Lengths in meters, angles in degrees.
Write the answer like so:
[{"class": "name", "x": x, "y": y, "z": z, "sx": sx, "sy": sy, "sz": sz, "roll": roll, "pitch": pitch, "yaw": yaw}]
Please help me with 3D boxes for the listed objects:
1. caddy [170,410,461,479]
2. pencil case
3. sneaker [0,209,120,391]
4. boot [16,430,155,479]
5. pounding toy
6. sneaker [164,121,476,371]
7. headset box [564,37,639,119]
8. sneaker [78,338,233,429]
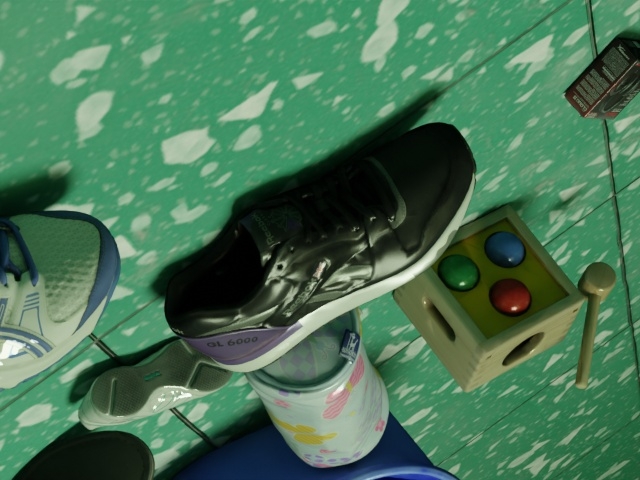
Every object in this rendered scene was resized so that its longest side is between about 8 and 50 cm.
[{"class": "caddy", "x": -0.009, "y": 0.320, "z": 1.894, "sx": 0.341, "sy": 0.179, "sz": 0.241, "roll": -24, "pitch": 133, "yaw": -8}, {"class": "pencil case", "x": -0.003, "y": 0.123, "z": 1.720, "sx": 0.273, "sy": 0.113, "sz": 0.124, "roll": 72, "pitch": 31, "yaw": -66}, {"class": "sneaker", "x": -0.248, "y": 0.034, "z": 1.180, "sx": 0.296, "sy": 0.112, "sz": 0.131, "roll": -22, "pitch": 154, "yaw": -33}, {"class": "boot", "x": -0.217, "y": 0.261, "z": 1.738, "sx": 0.263, "sy": 0.091, "sz": 0.229, "roll": -39, "pitch": 164, "yaw": 17}, {"class": "pounding toy", "x": 0.211, "y": 0.058, "z": 1.810, "sx": 0.206, "sy": 0.181, "sz": 0.094, "roll": -26, "pitch": 155, "yaw": -25}, {"class": "sneaker", "x": 0.000, "y": 0.000, "z": 1.496, "sx": 0.283, "sy": 0.107, "sz": 0.124, "roll": -39, "pitch": 152, "yaw": 7}, {"class": "headset box", "x": 0.266, "y": -0.144, "z": 1.689, "sx": 0.083, "sy": 0.032, "sz": 0.062, "roll": -49, "pitch": 155, "yaw": 25}, {"class": "sneaker", "x": -0.146, "y": 0.125, "z": 1.605, "sx": 0.152, "sy": 0.053, "sz": 0.061, "roll": -15, "pitch": 165, "yaw": -37}]
